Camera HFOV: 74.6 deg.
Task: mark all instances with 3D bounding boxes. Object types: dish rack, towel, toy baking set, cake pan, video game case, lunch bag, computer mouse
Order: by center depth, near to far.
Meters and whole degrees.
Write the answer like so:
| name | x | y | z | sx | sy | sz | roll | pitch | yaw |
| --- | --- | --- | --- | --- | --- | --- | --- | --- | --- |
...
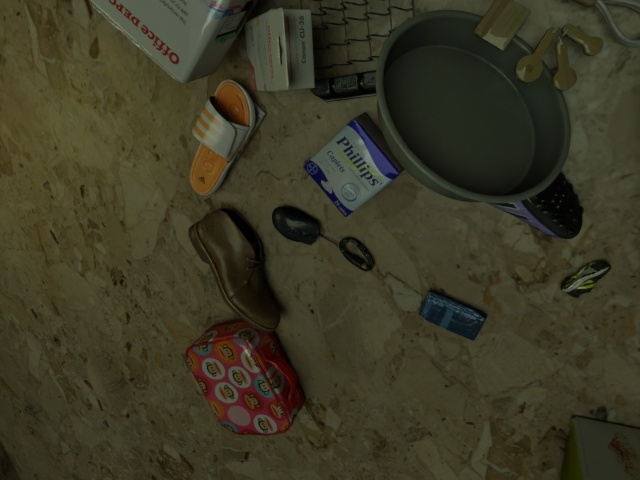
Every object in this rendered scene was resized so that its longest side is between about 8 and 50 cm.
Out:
| name | x | y | z | sx | sy | sz | roll | pitch | yaw |
| --- | --- | --- | --- | --- | --- | --- | --- | --- | --- |
| toy baking set | 0.340 | -0.321 | 0.563 | 0.256 | 0.030 | 0.197 | -30 | 95 | 12 |
| cake pan | 0.206 | -0.181 | 0.584 | 0.293 | 0.293 | 0.054 | 45 | 159 | 1 |
| dish rack | 0.061 | -0.370 | 0.666 | 0.208 | 0.074 | 0.272 | 0 | 110 | 23 |
| towel | 0.257 | 0.148 | 0.822 | 0.119 | 0.029 | 0.067 | 23 | 120 | 14 |
| video game case | -0.173 | -0.241 | 0.861 | 0.087 | 0.011 | 0.122 | 43 | 122 | 3 |
| computer mouse | 0.000 | 0.000 | 0.869 | 0.242 | 0.041 | 0.071 | 27 | 119 | 11 |
| lunch bag | -0.174 | 0.343 | 1.050 | 0.258 | 0.120 | 0.293 | -17 | 103 | 29 |

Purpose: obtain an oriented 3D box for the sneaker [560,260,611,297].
| name | x | y | z | sx | sy | sz | roll | pitch | yaw |
| --- | --- | --- | --- | --- | --- | --- | --- | --- | --- |
| sneaker | 0.448 | 0.066 | 0.703 | 0.035 | 0.031 | 0.083 | 38 | 127 | -11 |

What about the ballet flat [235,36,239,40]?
| name | x | y | z | sx | sy | sz | roll | pitch | yaw |
| --- | --- | --- | --- | --- | --- | --- | --- | --- | --- |
| ballet flat | -0.165 | -0.467 | 0.732 | 0.077 | 0.077 | 0.231 | 9 | 120 | -3 |

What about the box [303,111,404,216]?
| name | x | y | z | sx | sy | sz | roll | pitch | yaw |
| --- | --- | --- | --- | --- | --- | --- | --- | --- | --- |
| box | 0.063 | -0.136 | 0.763 | 0.137 | 0.072 | 0.126 | -39 | 93 | 32 |

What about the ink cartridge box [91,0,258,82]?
| name | x | y | z | sx | sy | sz | roll | pitch | yaw |
| --- | --- | --- | --- | --- | --- | --- | --- | --- | --- |
| ink cartridge box | -0.202 | -0.424 | 0.648 | 0.201 | 0.117 | 0.278 | 42 | 123 | -7 |

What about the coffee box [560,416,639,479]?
| name | x | y | z | sx | sy | sz | roll | pitch | yaw |
| --- | --- | --- | --- | --- | --- | --- | --- | --- | --- |
| coffee box | 0.583 | 0.562 | 0.671 | 0.334 | 0.337 | 0.338 | 5 | 114 | 23 |

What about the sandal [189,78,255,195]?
| name | x | y | z | sx | sy | sz | roll | pitch | yaw |
| --- | --- | --- | --- | --- | --- | --- | --- | --- | --- |
| sandal | -0.216 | -0.190 | 0.850 | 0.102 | 0.076 | 0.265 | 36 | 121 | 7 |

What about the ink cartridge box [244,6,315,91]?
| name | x | y | z | sx | sy | sz | roll | pitch | yaw |
| --- | --- | --- | --- | --- | --- | --- | --- | --- | --- |
| ink cartridge box | -0.063 | -0.305 | 0.684 | 0.198 | 0.067 | 0.115 | -140 | 42 | -59 |

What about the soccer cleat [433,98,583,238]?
| name | x | y | z | sx | sy | sz | roll | pitch | yaw |
| --- | --- | --- | --- | --- | --- | --- | --- | --- | --- |
| soccer cleat | 0.273 | -0.107 | 0.677 | 0.318 | 0.109 | 0.116 | 37 | 150 | -2 |

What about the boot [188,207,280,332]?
| name | x | y | z | sx | sy | sz | roll | pitch | yaw |
| --- | --- | --- | --- | --- | --- | --- | --- | --- | --- |
| boot | -0.168 | 0.067 | 0.943 | 0.115 | 0.112 | 0.305 | -32 | 94 | 21 |
